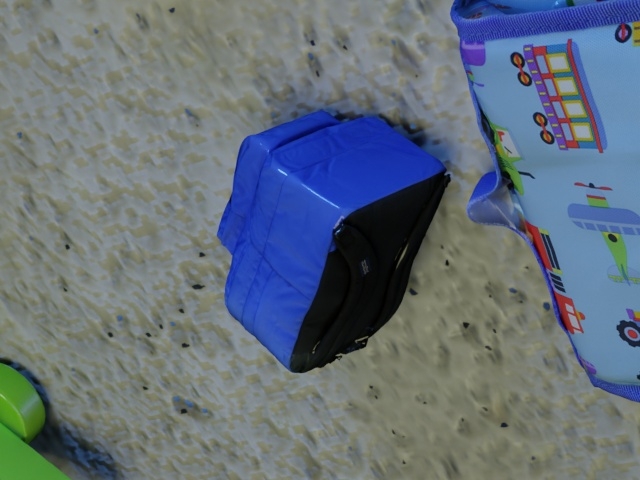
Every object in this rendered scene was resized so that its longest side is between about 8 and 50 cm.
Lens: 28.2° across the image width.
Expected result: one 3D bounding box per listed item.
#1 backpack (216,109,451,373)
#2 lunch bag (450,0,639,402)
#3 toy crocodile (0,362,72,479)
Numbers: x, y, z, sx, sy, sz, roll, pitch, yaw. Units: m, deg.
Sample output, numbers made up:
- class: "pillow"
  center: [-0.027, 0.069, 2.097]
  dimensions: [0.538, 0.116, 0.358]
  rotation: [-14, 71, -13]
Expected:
- class: "backpack"
  center: [0.000, 0.000, 0.670]
  dimensions: [0.101, 0.098, 0.120]
  rotation: [40, 132, 31]
- class: "lunch bag"
  center: [0.195, -0.028, 0.565]
  dimensions: [0.293, 0.138, 0.221]
  rotation: [-8, 120, 36]
- class: "toy crocodile"
  center: [-0.299, 0.114, 0.847]
  dimensions: [0.341, 0.115, 0.105]
  rotation: [33, 132, 2]
